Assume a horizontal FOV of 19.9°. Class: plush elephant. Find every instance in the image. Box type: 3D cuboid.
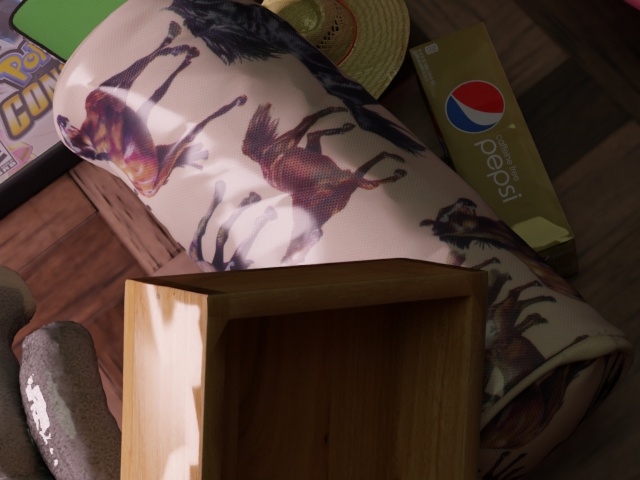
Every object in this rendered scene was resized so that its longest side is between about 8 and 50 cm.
[{"bbox_3d":[-0.107,0.192,1.109,0.330,0.255,0.271,46,125,57],"label":"plush elephant"}]

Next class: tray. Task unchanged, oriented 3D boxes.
[{"bbox_3d":[-0.013,0.221,0.986,0.076,0.203,0.410,10,100,46],"label":"tray"}]

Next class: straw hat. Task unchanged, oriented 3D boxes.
[{"bbox_3d":[-0.010,-0.151,1.298,0.144,0.061,0.144,-19,55,29],"label":"straw hat"}]

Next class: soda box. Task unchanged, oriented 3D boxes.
[{"bbox_3d":[0.119,-0.055,1.257,0.058,0.061,0.181,-21,64,1],"label":"soda box"}]

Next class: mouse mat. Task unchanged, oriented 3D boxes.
[{"bbox_3d":[-0.124,-0.195,1.365,0.153,0.007,0.189,34,74,22],"label":"mouse mat"}]

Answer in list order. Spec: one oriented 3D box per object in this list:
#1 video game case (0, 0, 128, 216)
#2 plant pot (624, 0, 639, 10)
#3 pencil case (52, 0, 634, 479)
[{"bbox_3d":[-0.233,-0.165,1.395,0.275,0.035,0.248,-36,64,-6],"label":"video game case"},{"bbox_3d":[0.230,-0.272,1.271,0.201,0.201,0.180,-44,49,-9],"label":"plant pot"},{"bbox_3d":[0.000,0.000,1.182,0.410,0.160,0.183,44,119,22],"label":"pencil case"}]
